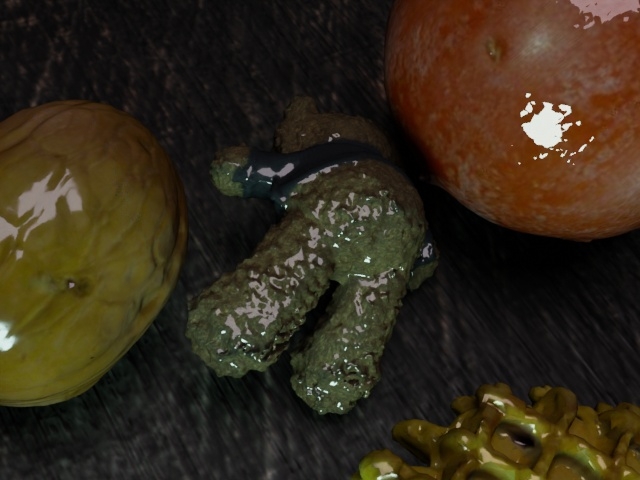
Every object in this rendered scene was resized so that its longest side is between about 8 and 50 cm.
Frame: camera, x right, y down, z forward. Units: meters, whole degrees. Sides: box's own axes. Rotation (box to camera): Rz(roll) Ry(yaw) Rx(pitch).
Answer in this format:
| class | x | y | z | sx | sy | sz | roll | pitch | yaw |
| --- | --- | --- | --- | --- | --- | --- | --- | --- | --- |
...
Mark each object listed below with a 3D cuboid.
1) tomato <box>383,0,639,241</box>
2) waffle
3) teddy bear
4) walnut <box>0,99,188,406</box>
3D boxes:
| class | x | y | z | sx | sy | sz | roll | pitch | yaw |
| --- | --- | --- | --- | --- | --- | --- | --- | --- | --- |
| tomato | 0.183 | -0.135 | 0.690 | 0.264 | 0.265 | 0.265 | 4 | 54 | -6 |
| waffle | 0.157 | 0.193 | 0.540 | 0.292 | 0.069 | 0.260 | 4 | 51 | -23 |
| teddy bear | 0.014 | -0.007 | 0.652 | 0.182 | 0.129 | 0.251 | 35 | 42 | -29 |
| walnut | -0.170 | 0.004 | 0.591 | 0.167 | 0.167 | 0.207 | 27 | 63 | 11 |
